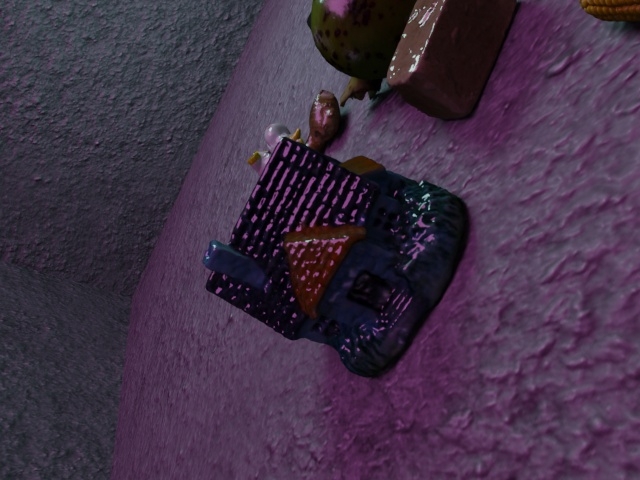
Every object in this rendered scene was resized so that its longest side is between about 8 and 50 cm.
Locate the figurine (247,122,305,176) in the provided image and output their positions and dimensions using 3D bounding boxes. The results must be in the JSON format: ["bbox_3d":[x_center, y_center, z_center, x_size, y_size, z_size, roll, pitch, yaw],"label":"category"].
[{"bbox_3d":[-0.097,-0.217,1.113,0.178,0.109,0.129,-48,59,35],"label":"figurine"}]

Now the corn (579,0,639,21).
[{"bbox_3d":[0.302,-0.216,0.361,0.067,0.067,0.206,-63,27,10],"label":"corn"}]

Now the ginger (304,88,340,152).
[{"bbox_3d":[0.002,-0.230,0.949,0.096,0.067,0.165,-129,52,-61],"label":"ginger"}]

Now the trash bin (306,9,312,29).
[{"bbox_3d":[0.073,-0.465,0.948,0.165,0.115,0.225,-50,35,29],"label":"trash bin"}]

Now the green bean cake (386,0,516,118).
[{"bbox_3d":[0.172,-0.264,0.598,0.085,0.109,0.179,24,93,64],"label":"green bean cake"}]

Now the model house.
[{"bbox_3d":[0.000,0.000,0.578,0.261,0.241,0.226,-62,24,11],"label":"model house"}]

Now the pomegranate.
[{"bbox_3d":[0.087,-0.343,0.751,0.263,0.211,0.211,89,176,-46],"label":"pomegranate"}]
